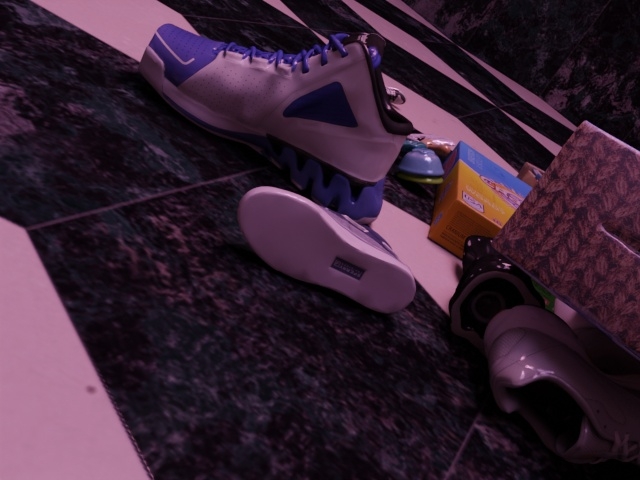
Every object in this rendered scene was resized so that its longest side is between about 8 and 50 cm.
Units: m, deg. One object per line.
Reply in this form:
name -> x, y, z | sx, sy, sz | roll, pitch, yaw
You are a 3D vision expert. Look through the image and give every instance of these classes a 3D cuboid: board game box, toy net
board game box -> 0.275, -0.017, 1.153 | 0.242, 0.064, 0.316 | 33, 22, -3
board game box -> 0.343, 0.045, 0.774 | 0.291, 0.141, 0.232 | 23, 16, -50
toy net -> 0.137, -0.131, 1.236 | 0.122, 0.045, 0.232 | 9, 15, 13

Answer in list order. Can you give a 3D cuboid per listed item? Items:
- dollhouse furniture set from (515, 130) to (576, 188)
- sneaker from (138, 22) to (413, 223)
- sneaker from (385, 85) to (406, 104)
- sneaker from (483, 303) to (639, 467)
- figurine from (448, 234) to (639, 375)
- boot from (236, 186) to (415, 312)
dollhouse furniture set -> 0.442, -0.104, 1.400 | 0.129, 0.184, 0.129 | 22, 25, -27
sneaker -> -0.024, -0.177, 0.915 | 0.315, 0.182, 0.127 | 33, 21, -4
sneaker -> 0.119, -0.268, 1.505 | 0.083, 0.032, 0.037 | 24, 37, -11
sneaker -> 0.258, 0.171, 0.738 | 0.262, 0.099, 0.121 | 29, 33, 0
figurine -> 0.243, 0.079, 0.899 | 0.215, 0.092, 0.209 | 35, 18, 0
boot -> 0.000, 0.000, 0.757 | 0.190, 0.069, 0.086 | 33, 14, -24
